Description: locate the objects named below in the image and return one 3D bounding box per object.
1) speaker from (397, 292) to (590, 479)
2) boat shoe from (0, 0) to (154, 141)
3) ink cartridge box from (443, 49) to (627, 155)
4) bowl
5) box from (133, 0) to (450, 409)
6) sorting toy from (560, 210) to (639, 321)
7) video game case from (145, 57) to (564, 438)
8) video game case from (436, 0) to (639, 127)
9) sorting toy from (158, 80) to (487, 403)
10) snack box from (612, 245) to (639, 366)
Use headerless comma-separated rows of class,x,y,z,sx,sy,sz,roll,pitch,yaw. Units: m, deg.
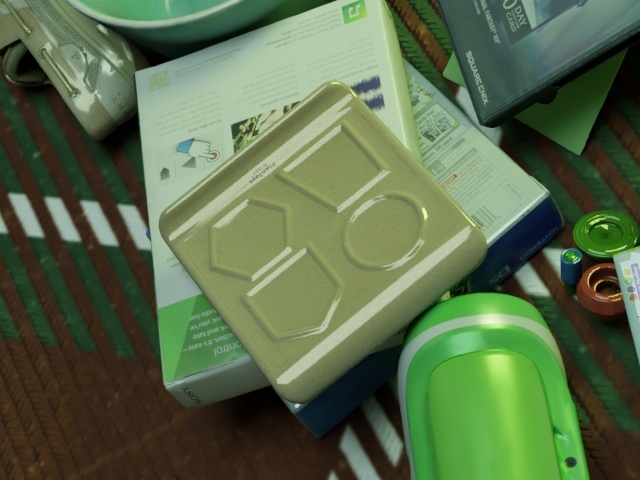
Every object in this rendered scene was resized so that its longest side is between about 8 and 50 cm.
speaker,0.130,0.189,1.338,0.131,0.131,0.297,-17,54,15
boat shoe,-0.274,-0.200,1.788,0.098,0.109,0.302,-45,58,-8
ink cartridge box,0.190,-0.213,1.539,0.171,0.056,0.235,35,108,37
bowl,-0.081,-0.278,1.707,0.311,0.163,0.312,-12,56,19
box,-0.029,-0.039,1.523,0.232,0.058,0.322,-18,54,14
sorting toy,0.218,0.026,1.459,0.061,0.042,0.102,1,47,8
video game case,0.024,-0.009,1.552,0.269,0.061,0.244,-40,53,-3
video game case,0.204,-0.237,1.475,0.274,0.026,0.196,-31,68,36
sorting toy,0.000,0.000,1.431,0.193,0.038,0.208,-39,58,-1
snack box,0.252,0.084,1.347,0.037,0.100,0.141,-17,65,16
